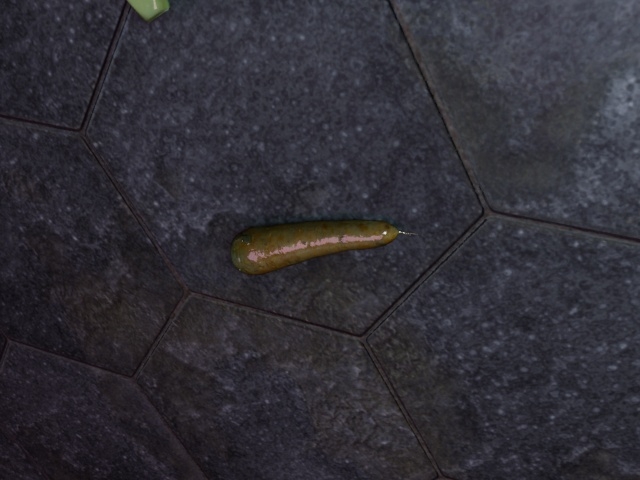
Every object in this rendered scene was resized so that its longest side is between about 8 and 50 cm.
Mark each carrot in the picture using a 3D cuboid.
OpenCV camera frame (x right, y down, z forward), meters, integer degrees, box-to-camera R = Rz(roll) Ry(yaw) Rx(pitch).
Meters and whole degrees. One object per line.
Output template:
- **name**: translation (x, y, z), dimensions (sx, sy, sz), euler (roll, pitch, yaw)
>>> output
- **carrot**: translation (0.000, 0.000, 1.005), dimensions (0.298, 0.078, 0.078), euler (-8, 118, 23)

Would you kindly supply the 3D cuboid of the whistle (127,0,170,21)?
- **whistle**: translation (-0.277, -0.409, 0.823), dimensions (0.131, 0.106, 0.288), euler (-21, 110, 32)
